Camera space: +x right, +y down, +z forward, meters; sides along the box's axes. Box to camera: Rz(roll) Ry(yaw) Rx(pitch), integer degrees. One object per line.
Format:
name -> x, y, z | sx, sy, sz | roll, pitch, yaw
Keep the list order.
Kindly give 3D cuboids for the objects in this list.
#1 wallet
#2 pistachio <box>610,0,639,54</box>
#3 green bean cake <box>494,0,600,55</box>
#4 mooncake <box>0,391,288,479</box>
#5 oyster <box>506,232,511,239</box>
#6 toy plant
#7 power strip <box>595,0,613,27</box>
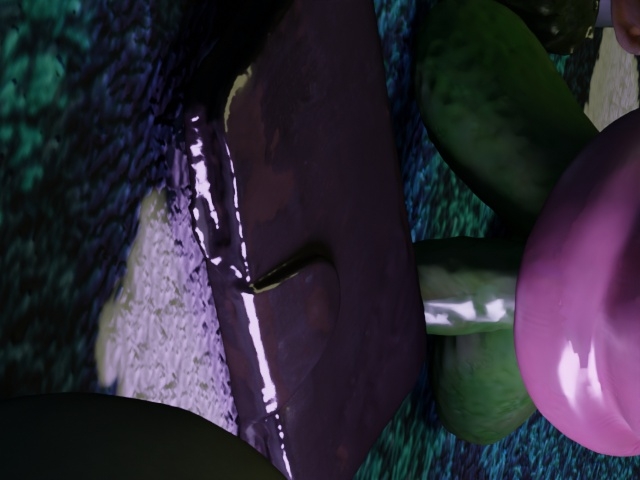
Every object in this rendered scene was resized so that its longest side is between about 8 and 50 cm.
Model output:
wallet -> 0.000, 0.000, 0.982 | 0.309, 0.042, 0.165 | 81, 31, -42
pistachio -> 0.250, -0.216, 1.298 | 0.136, 0.136, 0.226 | -53, 156, -56
green bean cake -> 0.133, -0.224, 1.258 | 0.181, 0.094, 0.173 | 56, 43, -63
mooncake -> -0.083, 0.194, 0.710 | 0.275, 0.135, 0.275 | 9, 90, -68
oyster -> 0.198, 0.010, 1.520 | 0.198, 0.112, 0.268 | -59, 165, -7
toy plant -> 0.178, 0.040, 1.156 | 0.210, 0.356, 0.317 | -29, 123, -37
power strip -> 0.215, -0.344, 1.506 | 0.091, 0.062, 0.385 | -65, 154, -48
